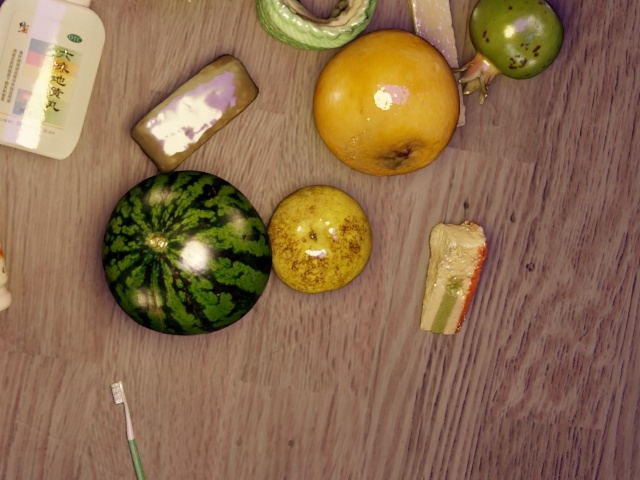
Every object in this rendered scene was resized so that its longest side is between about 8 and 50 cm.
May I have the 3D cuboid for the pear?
[{"bbox_3d":[0.000,0.000,1.913,0.197,0.197,0.197,-1,95,-13],"label":"pear"}]

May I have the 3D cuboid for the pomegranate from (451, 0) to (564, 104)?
[{"bbox_3d":[0.333,-0.357,1.967,0.181,0.181,0.224,43,95,-13],"label":"pomegranate"}]

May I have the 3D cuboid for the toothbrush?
[{"bbox_3d":[-0.338,0.379,1.955,0.024,0.018,0.257,-15,98,-8],"label":"toothbrush"}]

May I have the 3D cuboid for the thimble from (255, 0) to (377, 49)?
[{"bbox_3d":[-0.011,-0.440,1.887,0.218,0.150,0.219,-1,96,-13],"label":"thimble"}]

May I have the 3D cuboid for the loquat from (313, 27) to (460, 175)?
[{"bbox_3d":[0.115,-0.238,1.880,0.263,0.263,0.263,-1,95,-13],"label":"loquat"}]

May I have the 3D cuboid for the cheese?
[{"bbox_3d":[0.207,-0.406,1.999,0.085,0.034,0.400,-9,97,-11],"label":"cheese"}]

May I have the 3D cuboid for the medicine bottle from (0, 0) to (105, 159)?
[{"bbox_3d":[-0.465,-0.310,1.812,0.179,0.124,0.324,15,90,-20],"label":"medicine bottle"}]

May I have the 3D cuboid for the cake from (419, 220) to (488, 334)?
[{"bbox_3d":[0.244,0.059,2.047,0.086,0.117,0.220,5,127,-10],"label":"cake"}]

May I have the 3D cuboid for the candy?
[{"bbox_3d":[-0.218,-0.225,1.885,0.234,0.102,0.104,-41,102,-5],"label":"candy"}]

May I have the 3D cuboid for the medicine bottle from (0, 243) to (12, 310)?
[{"bbox_3d":[-0.634,-0.024,1.758,0.202,0.202,0.316,-11,98,-12],"label":"medicine bottle"}]

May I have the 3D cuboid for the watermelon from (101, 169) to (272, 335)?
[{"bbox_3d":[-0.227,0.024,1.822,0.285,0.285,0.285,-1,95,-13],"label":"watermelon"}]
